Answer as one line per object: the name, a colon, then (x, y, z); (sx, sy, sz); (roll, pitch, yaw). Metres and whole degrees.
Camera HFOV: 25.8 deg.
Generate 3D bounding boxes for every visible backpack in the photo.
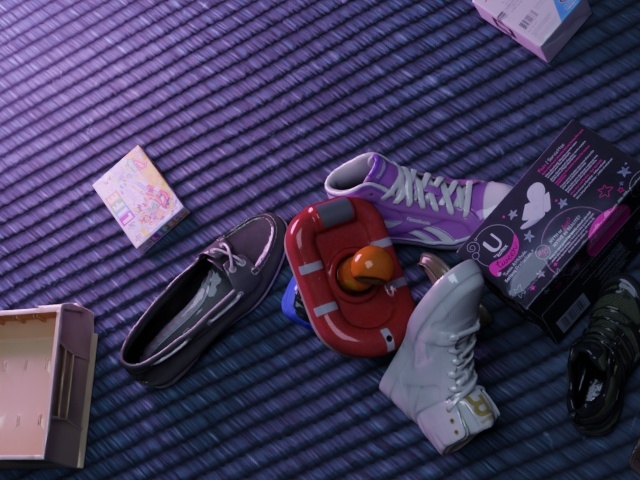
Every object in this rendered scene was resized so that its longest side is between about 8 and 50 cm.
backpack: (0.004, 0.095, 2.030); (0.101, 0.120, 0.098); (-15, 52, 65)

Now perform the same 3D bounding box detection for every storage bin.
storage bin: (-0.500, 0.229, 2.200); (0.262, 0.123, 0.260); (-5, 69, 22)

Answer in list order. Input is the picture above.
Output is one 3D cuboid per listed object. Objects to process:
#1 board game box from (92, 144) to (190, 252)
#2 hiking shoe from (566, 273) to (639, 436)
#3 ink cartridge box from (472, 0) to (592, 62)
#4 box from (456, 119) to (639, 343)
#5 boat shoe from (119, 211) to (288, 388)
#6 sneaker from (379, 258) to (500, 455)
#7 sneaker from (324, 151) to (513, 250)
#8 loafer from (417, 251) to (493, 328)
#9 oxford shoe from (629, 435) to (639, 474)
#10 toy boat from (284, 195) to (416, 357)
board game box: (-0.293, -0.068, 2.277); (0.103, 0.026, 0.154); (-42, 61, 4)
hiking shoe: (0.382, 0.145, 1.859); (0.086, 0.114, 0.227); (9, 75, 25)
ink cartridge box: (0.307, -0.363, 2.112); (0.104, 0.060, 0.180); (-49, 61, 1)
box: (0.334, -0.011, 1.911); (0.247, 0.163, 0.142); (-48, 57, -1)
boat shoe: (-0.175, 0.086, 2.129); (0.112, 0.095, 0.335); (40, 89, 30)
sneaker: (0.192, 0.168, 1.872); (0.108, 0.292, 0.169); (-23, 59, -33)
sneaker: (0.142, -0.063, 2.009); (0.282, 0.161, 0.102); (-5, 57, 20)
loafer: (0.185, 0.075, 2.003); (0.050, 0.056, 0.148); (-42, 60, -3)
oxford shoe: (0.539, 0.359, 1.731); (0.364, 0.130, 0.133); (49, 125, 24)
toy boat: (0.055, 0.047, 1.920); (0.151, 0.151, 0.231); (-20, 88, -22)
